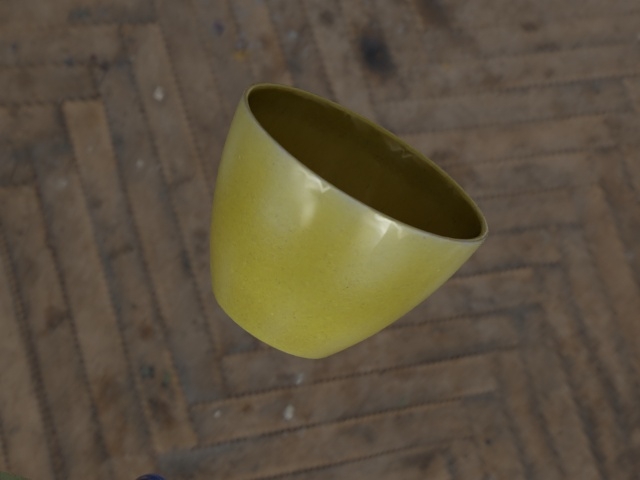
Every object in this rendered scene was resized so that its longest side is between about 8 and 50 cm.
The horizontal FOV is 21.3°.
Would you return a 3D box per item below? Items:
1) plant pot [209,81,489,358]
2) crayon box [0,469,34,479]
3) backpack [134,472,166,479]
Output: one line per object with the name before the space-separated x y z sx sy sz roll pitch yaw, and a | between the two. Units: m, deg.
plant pot | 0.000 0.000 0.820 0.134 0.095 0.134 27 19 -10
crayon box | -0.094 0.221 0.433 0.106 0.363 0.313 -9 91 -27
backpack | -0.056 0.147 0.652 0.084 0.105 0.114 -25 73 -26
